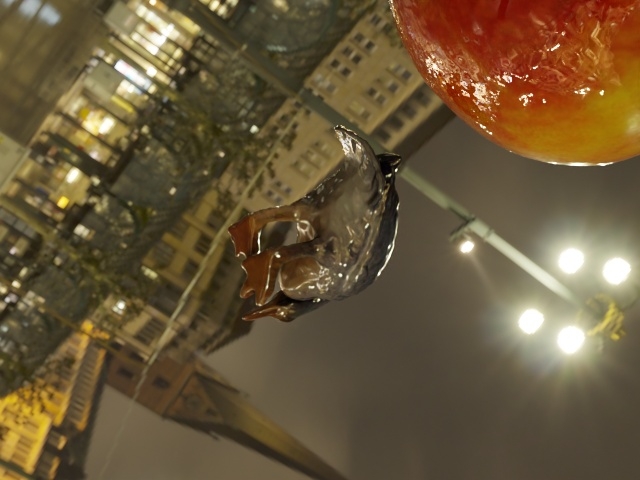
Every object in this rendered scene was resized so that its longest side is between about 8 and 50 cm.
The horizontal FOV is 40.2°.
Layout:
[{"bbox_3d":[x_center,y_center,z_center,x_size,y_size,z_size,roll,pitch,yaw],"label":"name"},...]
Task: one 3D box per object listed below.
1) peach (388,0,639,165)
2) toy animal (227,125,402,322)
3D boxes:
[{"bbox_3d":[0.228,-0.270,0.805,0.388,0.388,0.388,-49,-163,20],"label":"peach"},{"bbox_3d":[0.000,0.000,0.978,0.298,0.185,0.122,-55,-132,32],"label":"toy animal"}]
